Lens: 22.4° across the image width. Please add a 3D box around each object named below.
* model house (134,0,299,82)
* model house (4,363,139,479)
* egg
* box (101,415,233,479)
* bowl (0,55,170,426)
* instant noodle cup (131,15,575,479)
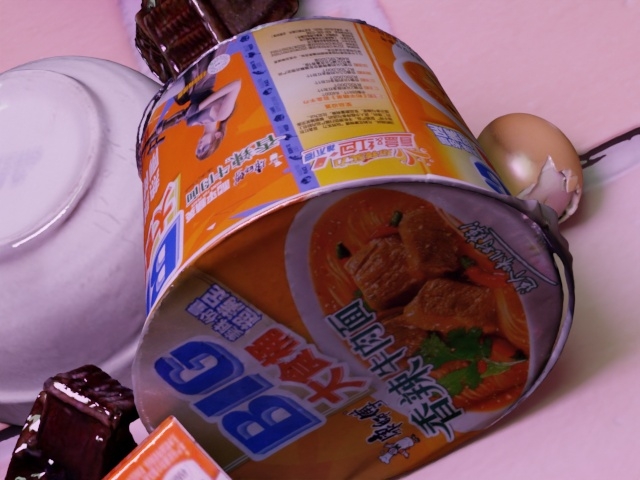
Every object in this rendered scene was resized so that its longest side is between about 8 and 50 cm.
[{"bbox_3d":[-0.096,-0.189,1.375,0.165,0.106,0.152,-28,55,52],"label":"model house"},{"bbox_3d":[-0.188,0.185,1.113,0.141,0.164,0.203,2,70,8],"label":"model house"},{"bbox_3d":[0.147,-0.052,1.178,0.080,0.080,0.096,-31,51,3],"label":"egg"},{"bbox_3d":[-0.099,0.295,0.993,0.273,0.048,0.265,-44,93,-7],"label":"box"},{"bbox_3d":[-0.218,-0.022,1.279,0.307,0.163,0.307,-9,57,15],"label":"bowl"},{"bbox_3d":[0.000,0.000,1.099,0.296,0.296,0.214,-26,45,7],"label":"instant noodle cup"}]
